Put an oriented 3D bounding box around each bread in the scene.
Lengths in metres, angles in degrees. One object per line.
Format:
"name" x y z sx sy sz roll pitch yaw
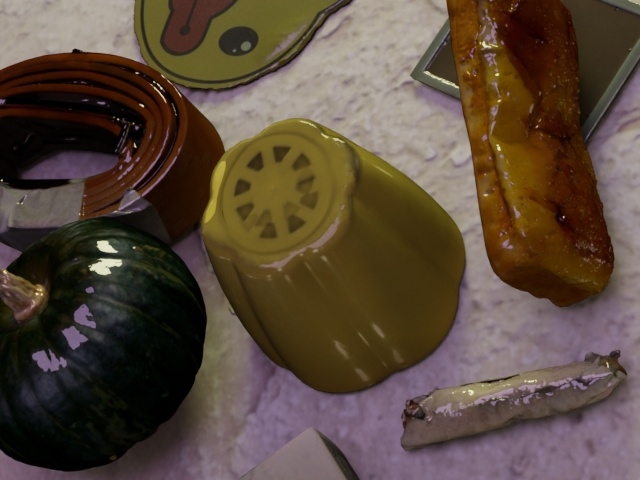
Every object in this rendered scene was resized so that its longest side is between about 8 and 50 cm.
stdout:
"bread" 0.163 -0.088 1.489 0.077 0.139 0.271 -21 60 31

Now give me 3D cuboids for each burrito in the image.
"burrito" 0.147 0.125 1.462 0.185 0.041 0.045 -14 19 19

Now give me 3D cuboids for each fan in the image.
"fan" -0.114 -0.247 1.783 0.335 0.011 0.229 9 70 28

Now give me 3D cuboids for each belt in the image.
"belt" -0.219 -0.072 1.690 0.261 0.105 0.184 10 72 28

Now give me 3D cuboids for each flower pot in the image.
"flower pot" 0.000 0.000 1.508 0.195 0.179 0.195 -10 60 18

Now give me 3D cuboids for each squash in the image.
"squash" -0.197 0.086 1.559 0.218 0.172 0.218 -11 59 18

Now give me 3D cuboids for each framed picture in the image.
"framed picture" 0.184 -0.163 1.603 0.183 0.011 0.142 28 79 33

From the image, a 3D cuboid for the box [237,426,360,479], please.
"box" -0.059 0.287 1.457 0.256 0.069 0.164 -37 56 4
